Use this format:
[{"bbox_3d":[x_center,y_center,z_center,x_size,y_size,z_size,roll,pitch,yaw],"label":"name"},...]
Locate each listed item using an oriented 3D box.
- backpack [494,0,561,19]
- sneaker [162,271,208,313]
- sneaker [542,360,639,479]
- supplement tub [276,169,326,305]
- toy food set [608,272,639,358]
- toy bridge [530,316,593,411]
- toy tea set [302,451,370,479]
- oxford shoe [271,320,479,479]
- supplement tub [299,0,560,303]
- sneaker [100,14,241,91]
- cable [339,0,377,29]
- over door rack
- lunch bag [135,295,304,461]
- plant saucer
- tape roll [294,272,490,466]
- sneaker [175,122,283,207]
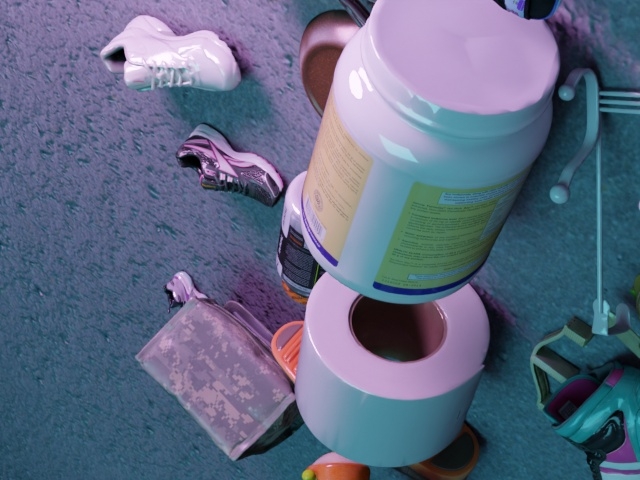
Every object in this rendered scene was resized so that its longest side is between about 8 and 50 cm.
[{"bbox_3d":[0.200,-0.309,1.285,0.158,0.117,0.173,34,157,22],"label":"backpack"},{"bbox_3d":[-0.230,0.108,2.233,0.098,0.069,0.038,49,147,0],"label":"sneaker"},{"bbox_3d":[0.361,0.260,1.663,0.178,0.124,0.295,31,136,17],"label":"sneaker"},{"bbox_3d":[0.000,0.000,1.822,0.117,0.117,0.190,35,144,19],"label":"supplement tub"},{"bbox_3d":[0.421,0.079,1.505,0.132,0.038,0.192,44,142,-7],"label":"toy food set"},{"bbox_3d":[0.306,0.164,1.721,0.063,0.026,0.188,36,145,22],"label":"toy bridge"},{"bbox_3d":[0.097,0.384,2.012,0.200,0.124,0.336,-4,161,11],"label":"toy tea set"},{"bbox_3d":[0.068,0.263,2.005,0.363,0.130,0.133,38,151,15],"label":"oxford shoe"},{"bbox_3d":[0.117,-0.108,1.468,0.241,0.241,0.331,38,145,15],"label":"supplement tub"},{"bbox_3d":[-0.212,-0.237,1.822,0.232,0.115,0.090,18,136,38],"label":"sneaker"},{"bbox_3d":[0.009,-0.320,1.570,0.287,0.072,0.139,23,119,14],"label":"cable"},{"bbox_3d":[0.368,-0.012,1.364,0.239,0.108,0.324,11,122,44],"label":"over door rack"},{"bbox_3d":[-0.132,0.220,2.128,0.235,0.169,0.287,45,-177,11],"label":"lunch bag"},{"bbox_3d":[0.041,-0.193,1.655,0.198,0.036,0.199,30,142,27],"label":"plant saucer"},{"bbox_3d":[0.092,0.157,1.760,0.246,0.246,0.169,35,144,19],"label":"tape roll"},{"bbox_3d":[-0.137,-0.093,1.919,0.178,0.077,0.072,31,144,23],"label":"sneaker"}]
